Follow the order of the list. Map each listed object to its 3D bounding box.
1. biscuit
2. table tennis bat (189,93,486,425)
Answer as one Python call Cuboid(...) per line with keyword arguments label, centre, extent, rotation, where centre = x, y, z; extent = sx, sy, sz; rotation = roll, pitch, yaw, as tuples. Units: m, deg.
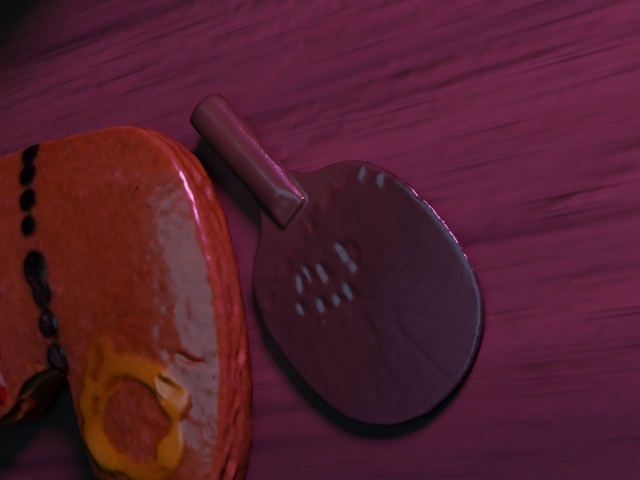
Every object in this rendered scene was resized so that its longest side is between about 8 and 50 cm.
Cuboid(label="biscuit", centre=(-0.170, 0.062, 0.671), extent=(0.277, 0.052, 0.262), rotation=(-6, 86, 32))
Cuboid(label="table tennis bat", centre=(0.000, 0.000, 0.587), extent=(0.131, 0.022, 0.234), rotation=(-49, 68, 23))
